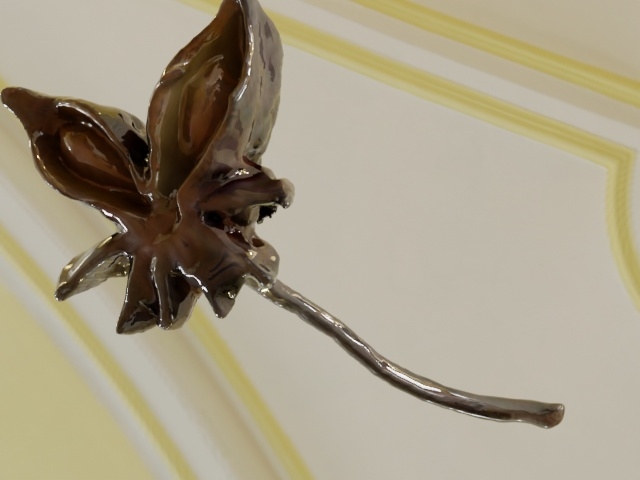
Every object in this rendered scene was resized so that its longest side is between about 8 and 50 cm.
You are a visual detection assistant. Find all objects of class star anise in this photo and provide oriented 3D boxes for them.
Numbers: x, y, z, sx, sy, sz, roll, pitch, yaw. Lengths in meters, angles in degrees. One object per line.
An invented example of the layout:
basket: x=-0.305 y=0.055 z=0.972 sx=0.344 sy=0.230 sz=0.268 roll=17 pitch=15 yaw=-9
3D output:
star anise: x=0.000 y=0.000 z=0.501 sx=0.218 sy=0.227 sz=0.148 roll=35 pitch=-87 yaw=27
